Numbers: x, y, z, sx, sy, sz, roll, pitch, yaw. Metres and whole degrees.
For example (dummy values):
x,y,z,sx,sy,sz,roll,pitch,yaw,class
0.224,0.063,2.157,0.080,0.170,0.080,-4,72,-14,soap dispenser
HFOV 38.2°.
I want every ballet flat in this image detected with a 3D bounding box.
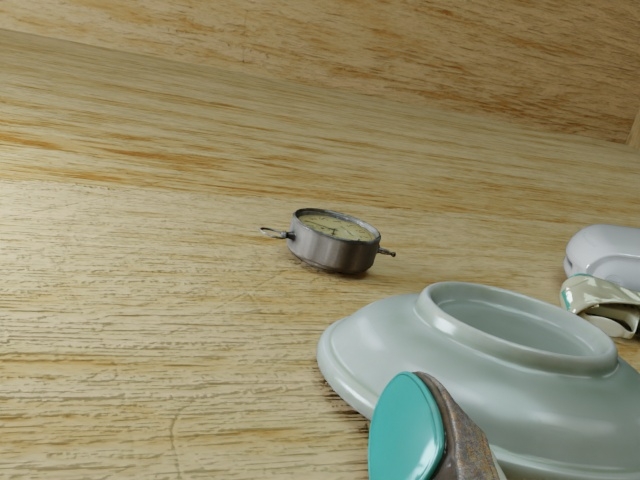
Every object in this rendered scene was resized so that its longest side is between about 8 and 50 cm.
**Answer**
x,y,z,sx,sy,sz,roll,pitch,yaw,class
0.470,0.118,1.359,0.248,0.086,0.086,13,17,-4,ballet flat
0.106,0.215,0.705,0.106,0.107,0.316,32,18,-15,ballet flat

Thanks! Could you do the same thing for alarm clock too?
x,y,z,sx,sy,sz,roll,pitch,yaw,class
0.000,0.000,1.308,0.192,0.064,0.129,9,18,-29,alarm clock

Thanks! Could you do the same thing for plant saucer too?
x,y,z,sx,sy,sz,roll,pitch,yaw,class
0.198,0.127,0.990,0.400,0.101,0.400,13,14,-3,plant saucer

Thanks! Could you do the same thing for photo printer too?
x,y,z,sx,sy,sz,roll,pitch,yaw,class
0.555,0.050,1.511,0.307,0.107,0.256,8,14,11,photo printer
